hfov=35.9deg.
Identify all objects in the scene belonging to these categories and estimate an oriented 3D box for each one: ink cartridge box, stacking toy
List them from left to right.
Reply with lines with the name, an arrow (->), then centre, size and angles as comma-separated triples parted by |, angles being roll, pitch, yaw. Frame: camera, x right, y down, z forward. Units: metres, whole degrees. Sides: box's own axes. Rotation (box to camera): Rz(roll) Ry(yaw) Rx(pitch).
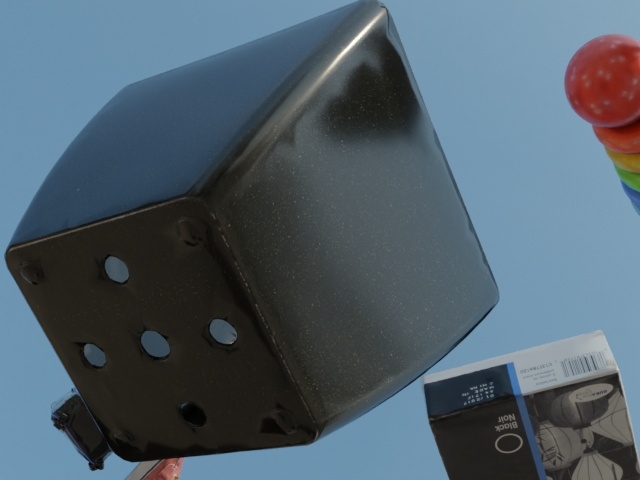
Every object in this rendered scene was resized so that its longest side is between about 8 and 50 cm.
ink cartridge box -> 0.215, 0.241, 0.908 | 0.165, 0.065, 0.332 | -17, -57, 9
stacking toy -> 0.349, -0.102, 1.031 | 0.141, 0.141, 0.330 | -34, -45, 22

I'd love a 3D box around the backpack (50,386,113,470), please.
backpack -> -0.318, 0.248, 1.366 | 0.084, 0.114, 0.105 | -40, -78, -17

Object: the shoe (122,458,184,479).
shoe -> -0.196, 0.305, 1.238 | 0.081, 0.063, 0.178 | 44, -98, -1

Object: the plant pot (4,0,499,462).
plant pot -> -0.041, 0.010, 0.510 | 0.188, 0.167, 0.187 | -13, -69, 31
